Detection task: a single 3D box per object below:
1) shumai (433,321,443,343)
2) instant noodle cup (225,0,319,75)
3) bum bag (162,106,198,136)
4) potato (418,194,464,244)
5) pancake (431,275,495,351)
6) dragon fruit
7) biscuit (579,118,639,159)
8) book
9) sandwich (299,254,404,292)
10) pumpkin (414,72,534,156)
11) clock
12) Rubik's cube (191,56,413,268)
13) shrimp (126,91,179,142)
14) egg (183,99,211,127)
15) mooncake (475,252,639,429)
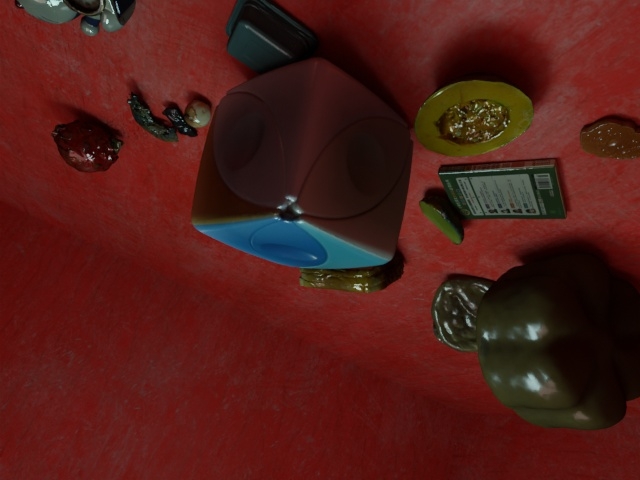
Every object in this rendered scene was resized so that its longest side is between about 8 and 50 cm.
[{"bbox_3d":[0.544,0.310,1.753,0.218,0.184,0.185,23,158,-18],"label":"shumai"},{"bbox_3d":[-0.111,-0.402,0.988,0.179,0.070,0.157,29,156,-19],"label":"instant noodle cup"},{"bbox_3d":[-0.406,-0.339,1.383,0.057,0.034,0.124,1,149,25],"label":"bum bag"},{"bbox_3d":[0.343,-0.062,1.312,0.198,0.054,0.119,43,174,-27],"label":"potato"},{"bbox_3d":[0.523,0.256,1.634,0.294,0.295,0.049,17,-165,9],"label":"pancake"},{"bbox_3d":[-0.764,-0.309,1.580,0.209,0.173,0.172,18,156,-11],"label":"dragon fruit"},{"bbox_3d":[0.567,-0.194,0.921,0.130,0.019,0.102,13,154,16],"label":"biscuit"},{"bbox_3d":[0.441,-0.116,1.168,0.264,0.027,0.202,1,149,36],"label":"book"},{"bbox_3d":[0.105,0.103,1.636,0.301,0.271,0.099,4,105,32],"label":"sandwich"},{"bbox_3d":[0.292,-0.259,0.929,0.217,0.110,0.217,7,149,4],"label":"pumpkin"},{"bbox_3d":[-0.514,-0.518,0.985,0.243,0.147,0.200,13,149,8],"label":"clock"},{"bbox_3d":[-0.036,-0.140,1.053,0.352,0.348,0.351,-4,159,46],"label":"Rubik's cube"},{"bbox_3d":[-0.481,-0.346,1.391,0.150,0.051,0.217,30,166,9],"label":"shrimp"},{"bbox_3d":[-0.330,-0.337,1.288,0.071,0.071,0.083,35,166,-28],"label":"egg"},{"bbox_3d":[0.658,0.270,1.293,0.466,0.467,0.262,31,157,-20],"label":"mooncake"}]
